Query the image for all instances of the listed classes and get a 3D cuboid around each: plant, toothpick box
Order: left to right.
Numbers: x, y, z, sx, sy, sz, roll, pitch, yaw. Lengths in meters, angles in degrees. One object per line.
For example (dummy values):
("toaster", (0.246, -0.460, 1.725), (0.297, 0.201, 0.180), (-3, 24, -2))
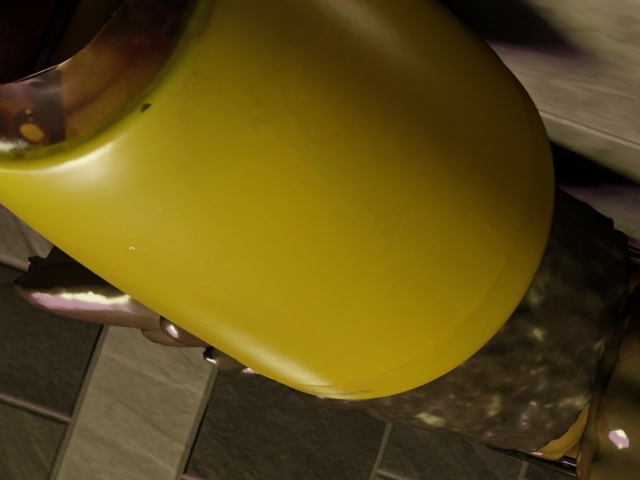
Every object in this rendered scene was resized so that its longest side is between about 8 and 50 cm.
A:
("toothpick box", (-0.032, -0.050, 0.698), (0.175, 0.175, 0.271), (14, 169, 33))
("plant", (0.000, 0.000, 0.999), (0.320, 0.182, 0.194), (23, 178, -18))

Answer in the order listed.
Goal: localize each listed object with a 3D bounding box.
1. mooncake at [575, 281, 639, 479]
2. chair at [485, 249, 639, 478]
("mooncake", (0.243, 0.111, 1.051), (0.124, 0.228, 0.228), (22, 177, 34))
("chair", (0.210, 0.088, 1.229), (0.246, 0.159, 0.172), (19, 171, -17))
